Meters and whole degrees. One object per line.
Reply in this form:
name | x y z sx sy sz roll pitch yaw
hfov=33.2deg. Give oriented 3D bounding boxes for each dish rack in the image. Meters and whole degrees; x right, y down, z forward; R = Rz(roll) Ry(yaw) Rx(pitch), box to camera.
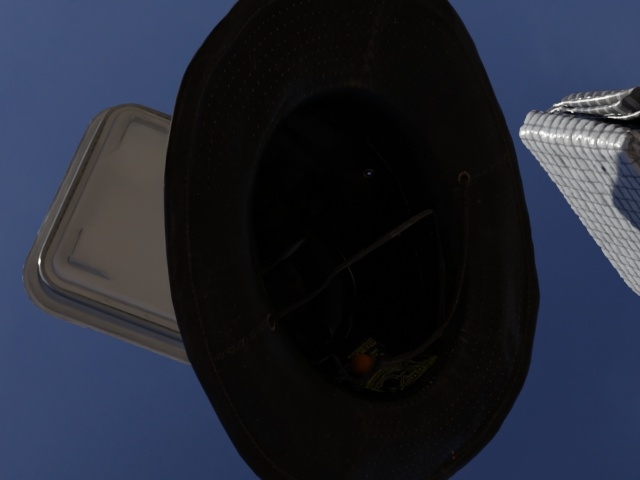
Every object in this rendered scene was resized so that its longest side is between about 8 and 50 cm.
dish rack | -0.141 -0.008 1.229 0.333 0.072 0.285 22 -117 -7

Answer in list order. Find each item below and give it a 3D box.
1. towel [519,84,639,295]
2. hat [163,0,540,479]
towel | 0.367 -0.047 1.142 0.121 0.235 0.283 -42 -74 -7
hat | 0.000 0.000 0.681 0.331 0.134 0.331 -1 -89 -41
